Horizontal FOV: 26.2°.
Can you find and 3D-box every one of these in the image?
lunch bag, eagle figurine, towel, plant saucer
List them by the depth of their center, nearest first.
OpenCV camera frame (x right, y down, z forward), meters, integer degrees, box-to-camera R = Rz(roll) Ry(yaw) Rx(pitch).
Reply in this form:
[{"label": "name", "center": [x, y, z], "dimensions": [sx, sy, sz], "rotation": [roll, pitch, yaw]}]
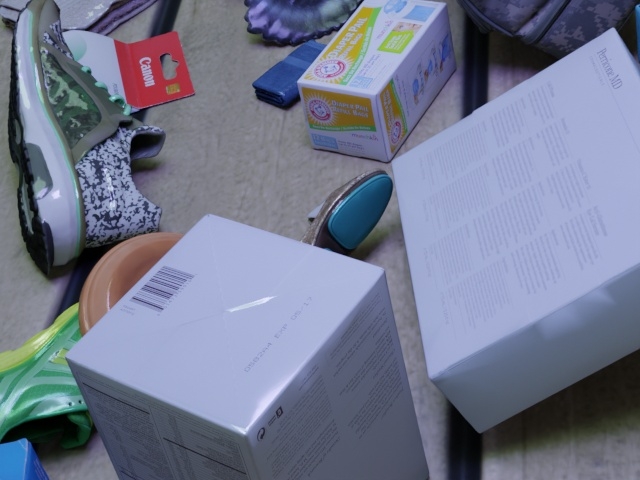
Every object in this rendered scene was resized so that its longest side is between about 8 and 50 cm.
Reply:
[{"label": "plant saucer", "center": [-0.146, 0.076, 1.409], "dimensions": [0.199, 0.037, 0.200], "rotation": [10, 57, -17]}, {"label": "lunch bag", "center": [0.253, -0.394, 1.717], "dimensions": [0.256, 0.213, 0.305], "rotation": [22, 37, -21]}, {"label": "towel", "center": [-0.028, -0.218, 1.804], "dimensions": [0.067, 0.029, 0.119], "rotation": [25, 53, 37]}, {"label": "eagle figurine", "center": [0.001, -0.437, 1.919], "dimensions": [0.225, 0.298, 0.226], "rotation": [38, 25, 1]}, {"label": "towel", "center": [-0.332, -0.386, 2.071], "dimensions": [0.187, 0.049, 0.282], "rotation": [25, 53, 36]}]

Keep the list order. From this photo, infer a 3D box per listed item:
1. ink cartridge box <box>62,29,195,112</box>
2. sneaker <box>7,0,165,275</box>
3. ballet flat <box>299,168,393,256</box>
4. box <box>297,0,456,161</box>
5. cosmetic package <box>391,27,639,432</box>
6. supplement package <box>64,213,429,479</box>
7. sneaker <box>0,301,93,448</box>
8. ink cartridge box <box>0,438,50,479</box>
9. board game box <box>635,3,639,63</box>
[{"label": "ink cartridge box", "center": [-0.298, -0.233, 1.883], "dimensions": [0.224, 0.056, 0.181], "rotation": [-18, 40, -2]}, {"label": "sneaker", "center": [-0.289, -0.135, 1.703], "dimensions": [0.182, 0.158, 0.410], "rotation": [-2, 54, -19]}, {"label": "ballet flat", "center": [0.000, 0.000, 1.487], "dimensions": [0.067, 0.073, 0.206], "rotation": [17, 63, 44]}, {"label": "box", "center": [0.072, -0.204, 1.700], "dimensions": [0.114, 0.103, 0.203], "rotation": [12, 46, 27]}, {"label": "cosmetic package", "center": [0.226, -0.023, 1.352], "dimensions": [0.284, 0.097, 0.377], "rotation": [-32, 30, 18]}, {"label": "supplement package", "center": [-0.054, 0.156, 1.196], "dimensions": [0.198, 0.263, 0.199], "rotation": [17, 49, 33]}, {"label": "sneaker", "center": [-0.257, 0.148, 1.412], "dimensions": [0.295, 0.109, 0.123], "rotation": [-34, 72, -28]}, {"label": "ink cartridge box", "center": [-0.304, 0.321, 1.150], "dimensions": [0.168, 0.171, 0.233], "rotation": [-11, 40, 4]}, {"label": "board game box", "center": [0.488, -0.149, 1.348], "dimensions": [0.253, 0.079, 0.336], "rotation": [-14, 40, -1]}]
